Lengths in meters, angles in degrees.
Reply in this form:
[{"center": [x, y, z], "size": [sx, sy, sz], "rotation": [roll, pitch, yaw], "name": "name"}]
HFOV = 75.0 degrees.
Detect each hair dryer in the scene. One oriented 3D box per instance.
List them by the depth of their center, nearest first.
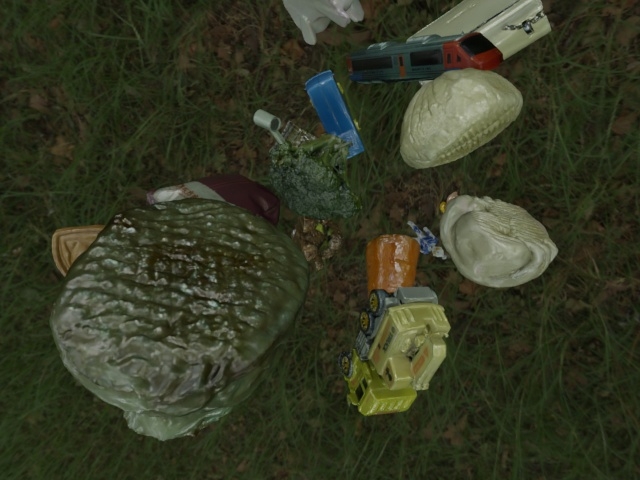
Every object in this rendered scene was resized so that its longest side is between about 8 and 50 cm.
[{"center": [-0.111, -0.267, 1.028], "size": [0.063, 0.124, 0.038], "rotation": [33, 82, 32], "name": "hair dryer"}]

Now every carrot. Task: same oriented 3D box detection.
[{"center": [0.189, 0.113, 1.161], "size": [0.158, 0.225, 0.159], "rotation": [10, 153, 5], "name": "carrot"}]

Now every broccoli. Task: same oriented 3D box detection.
[{"center": [-0.004, -0.203, 1.326], "size": [0.303, 0.321, 0.284], "rotation": [21, 76, 28], "name": "broccoli"}]

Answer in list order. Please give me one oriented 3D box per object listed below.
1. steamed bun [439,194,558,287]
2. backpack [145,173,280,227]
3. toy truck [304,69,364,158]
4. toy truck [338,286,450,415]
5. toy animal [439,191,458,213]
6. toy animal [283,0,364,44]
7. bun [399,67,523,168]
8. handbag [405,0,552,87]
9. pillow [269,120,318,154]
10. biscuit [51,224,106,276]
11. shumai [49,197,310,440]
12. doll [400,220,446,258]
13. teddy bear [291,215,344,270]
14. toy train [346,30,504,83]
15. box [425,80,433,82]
[{"center": [0.540, 0.016, 1.348], "size": [0.338, 0.352, 0.248], "rotation": [9, 129, -18], "name": "steamed bun"}, {"center": [-0.265, -0.069, 1.127], "size": [0.283, 0.317, 0.197], "rotation": [36, 128, 23], "name": "backpack"}, {"center": [0.070, -0.557, 1.877], "size": [0.161, 0.162, 0.385], "rotation": [-23, 114, 11], "name": "toy truck"}, {"center": [0.135, 0.211, 0.752], "size": [0.124, 0.157, 0.272], "rotation": [3, 129, -19], "name": "toy truck"}, {"center": [0.580, -0.149, 1.791], "size": [0.114, 0.082, 0.091], "rotation": [-45, 99, -17], "name": "toy animal"}, {"center": [0.063, -0.461, 0.703], "size": [0.282, 0.140, 0.138], "rotation": [-42, 107, -15], "name": "toy animal"}, {"center": [0.236, -0.222, 0.751], "size": [0.220, 0.220, 0.134], "rotation": [-31, 81, 25], "name": "bun"}, {"center": [0.452, -0.588, 1.230], "size": [0.358, 0.237, 0.160], "rotation": [-27, 130, 29], "name": "handbag"}, {"center": [-0.094, -0.405, 1.839], "size": [0.212, 0.052, 0.208], "rotation": [27, 138, -19], "name": "pillow"}, {"center": [-0.404, 0.046, 0.800], "size": [0.142, 0.029, 0.220], "rotation": [-46, 129, 7], "name": "biscuit"}, {"center": [-0.212, 0.146, 0.689], "size": [0.323, 0.398, 0.324], "rotation": [21, 128, 4], "name": "shumai"}, {"center": [0.457, 0.006, 1.821], "size": [0.227, 0.057, 0.114], "rotation": [36, 94, 24], "name": "doll"}, {"center": [0.004, 0.000, 1.630], "size": [0.222, 0.296, 0.247], "rotation": [4, 89, -12], "name": "teddy bear"}, {"center": [0.214, -0.414, 0.946], "size": [0.409, 0.086, 0.089], "rotation": [25, 139, 53], "name": "toy train"}, {"center": [0.273, -0.425, 1.039], "size": [0.023, 0.083, 0.054], "rotation": [1, 116, 15], "name": "box"}]
